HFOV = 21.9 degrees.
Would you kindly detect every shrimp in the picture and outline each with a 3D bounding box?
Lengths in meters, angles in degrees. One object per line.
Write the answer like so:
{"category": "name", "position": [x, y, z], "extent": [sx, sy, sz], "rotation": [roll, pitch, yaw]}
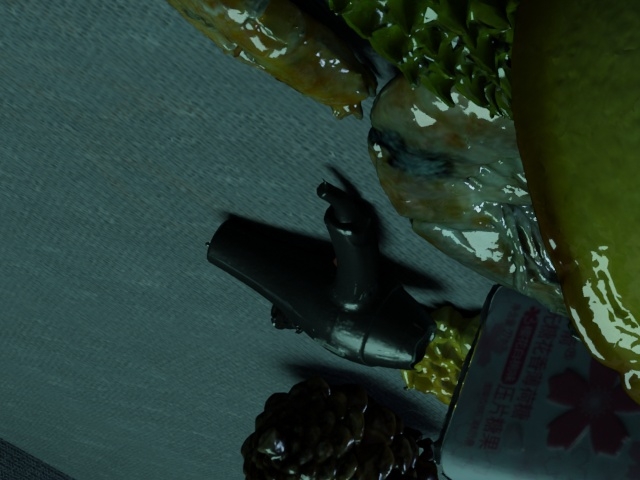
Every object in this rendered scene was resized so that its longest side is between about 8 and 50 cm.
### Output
{"category": "shrimp", "position": [0.179, -0.018, 1.187], "extent": [0.247, 0.085, 0.360], "rotation": [-4, 146, 40]}
{"category": "shrimp", "position": [-0.037, -0.142, 1.125], "extent": [0.187, 0.052, 0.132], "rotation": [36, 177, -24]}

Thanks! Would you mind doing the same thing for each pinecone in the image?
{"category": "pinecone", "position": [0.020, 0.286, 2.001], "extent": [0.224, 0.224, 0.272], "rotation": [6, 160, 40]}

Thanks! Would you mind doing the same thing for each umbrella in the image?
{"category": "umbrella", "position": [-0.008, 0.076, 1.711], "extent": [0.040, 0.037, 0.144], "rotation": [43, 159, -17]}

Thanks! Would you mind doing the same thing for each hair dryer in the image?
{"category": "hair dryer", "position": [0.000, 0.000, 1.475], "extent": [0.235, 0.091, 0.272], "rotation": [28, 151, 14]}

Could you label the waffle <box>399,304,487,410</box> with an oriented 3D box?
{"category": "waffle", "position": [0.177, 0.148, 1.652], "extent": [0.253, 0.056, 0.249], "rotation": [26, 157, -1]}

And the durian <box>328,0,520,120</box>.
{"category": "durian", "position": [0.072, -0.171, 0.865], "extent": [0.355, 0.157, 0.169], "rotation": [36, -167, -36]}

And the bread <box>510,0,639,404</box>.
{"category": "bread", "position": [0.206, -0.049, 0.757], "extent": [0.270, 0.270, 0.148], "rotation": [34, 150, -33]}

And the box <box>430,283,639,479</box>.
{"category": "box", "position": [0.276, 0.142, 1.340], "extent": [0.369, 0.190, 0.112], "rotation": [4, 155, 39]}
